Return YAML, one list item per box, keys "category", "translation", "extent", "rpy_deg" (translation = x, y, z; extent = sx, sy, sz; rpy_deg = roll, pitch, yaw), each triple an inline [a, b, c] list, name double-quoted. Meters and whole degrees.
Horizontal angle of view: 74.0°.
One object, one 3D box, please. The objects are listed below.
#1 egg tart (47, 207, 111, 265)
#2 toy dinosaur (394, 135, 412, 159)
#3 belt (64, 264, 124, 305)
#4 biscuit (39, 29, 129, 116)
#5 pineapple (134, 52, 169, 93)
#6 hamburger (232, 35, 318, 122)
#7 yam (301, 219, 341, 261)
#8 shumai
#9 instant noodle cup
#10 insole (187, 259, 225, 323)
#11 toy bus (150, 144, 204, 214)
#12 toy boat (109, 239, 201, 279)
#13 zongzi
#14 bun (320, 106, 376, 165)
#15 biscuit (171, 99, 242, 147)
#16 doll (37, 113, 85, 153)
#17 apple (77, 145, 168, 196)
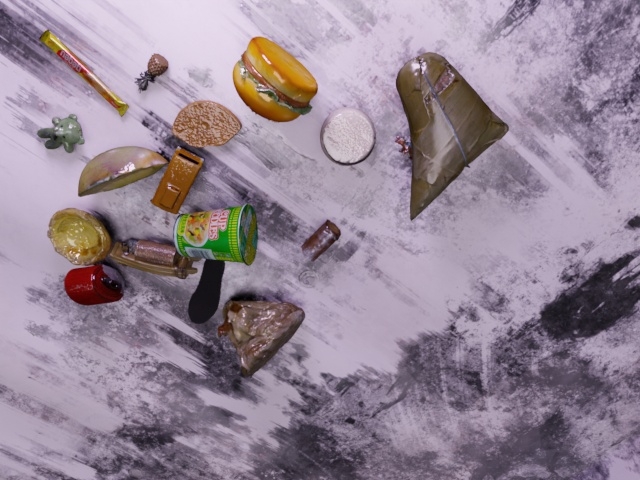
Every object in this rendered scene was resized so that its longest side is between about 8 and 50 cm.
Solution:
- category: "egg tart"
  translation: [-0.808, -0.016, 1.441]
  extent: [0.212, 0.090, 0.213]
  rpy_deg: [-1, 113, -2]
- category: "toy dinosaur"
  translation: [0.295, -0.284, 1.348]
  extent: [0.154, 0.049, 0.055]
  rpy_deg: [27, 99, -19]
- category: "belt"
  translation: [-0.767, 0.155, 1.473]
  extent: [0.124, 0.201, 0.128]
  rpy_deg: [-8, 74, 4]
- category: "biscuit"
  translation: [-0.692, -0.493, 1.258]
  extent: [0.048, 0.026, 0.292]
  rpy_deg: [-32, 112, 34]
- category: "pineapple"
  translation: [-0.500, -0.490, 1.253]
  extent: [0.124, 0.058, 0.058]
  rpy_deg: [-35, 111, 29]
- category: "hamburger"
  translation: [-0.134, -0.427, 1.179]
  extent: [0.246, 0.246, 0.170]
  rpy_deg: [37, 120, -16]
- category: "yam"
  translation: [0.000, 0.001, 1.462]
  extent: [0.079, 0.079, 0.141]
  rpy_deg: [41, 110, -17]
- category: "shumai"
  translation: [-0.236, 0.301, 1.566]
  extent: [0.314, 0.267, 0.262]
  rpy_deg: [-43, 78, -11]
- category: "instant noodle cup"
  translation: [-0.343, -0.015, 1.397]
  extent: [0.232, 0.207, 0.207]
  rpy_deg: [-1, 115, 7]
- category: "insole"
  translation: [-0.423, 0.188, 1.580]
  extent: [0.110, 0.012, 0.310]
  rpy_deg: [16, 113, -7]
- category: "toy bus"
  translation: [-0.454, -0.184, 1.348]
  extent: [0.098, 0.114, 0.201]
  rpy_deg: [27, 111, -20]
- category: "toy boat"
  translation: [-0.566, 0.055, 1.465]
  extent: [0.309, 0.090, 0.115]
  rpy_deg: [14, 143, -2]
- category: "zongzi"
  translation: [0.295, -0.309, 1.245]
  extent: [0.356, 0.174, 0.393]
  rpy_deg: [42, 96, -15]
- category: "bun"
  translation: [0.082, -0.316, 1.293]
  extent: [0.172, 0.120, 0.173]
  rpy_deg: [-2, 109, -5]
- category: "biscuit"
  translation: [-0.356, -0.360, 1.318]
  extent: [0.220, 0.029, 0.142]
  rpy_deg: [-7, 116, 4]
- category: "doll"
  translation: [-0.806, -0.324, 1.313]
  extent: [0.150, 0.077, 0.115]
  rpy_deg: [-14, 104, 18]
- category: "apple"
  translation: [-0.631, -0.220, 1.300]
  extent: [0.264, 0.193, 0.120]
  rpy_deg: [-20, 103, 10]
